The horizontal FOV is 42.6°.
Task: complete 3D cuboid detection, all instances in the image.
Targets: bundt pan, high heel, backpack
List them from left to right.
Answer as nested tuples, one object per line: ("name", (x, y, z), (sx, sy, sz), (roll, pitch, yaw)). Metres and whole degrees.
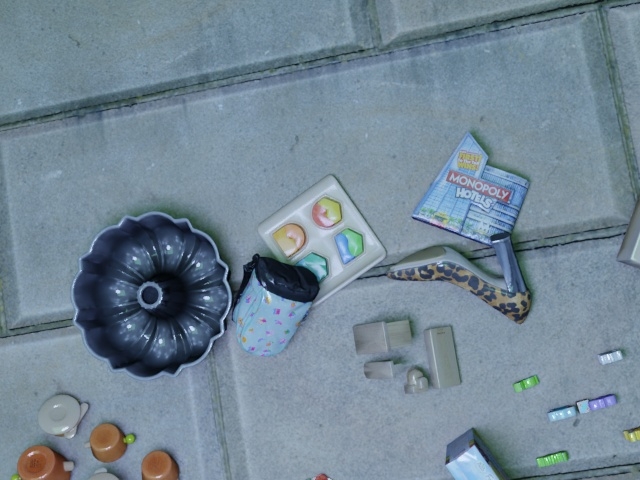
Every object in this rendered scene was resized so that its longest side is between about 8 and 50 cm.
("bundt pan", (-0.322, 0.111, 1.643), (0.330, 0.124, 0.331), (-1, 85, 8))
("backpack", (-0.100, 0.131, 1.583), (0.151, 0.115, 0.182), (21, 117, -23))
("high heel", (0.267, 0.100, 1.586), (0.261, 0.093, 0.186), (-13, 108, 23))

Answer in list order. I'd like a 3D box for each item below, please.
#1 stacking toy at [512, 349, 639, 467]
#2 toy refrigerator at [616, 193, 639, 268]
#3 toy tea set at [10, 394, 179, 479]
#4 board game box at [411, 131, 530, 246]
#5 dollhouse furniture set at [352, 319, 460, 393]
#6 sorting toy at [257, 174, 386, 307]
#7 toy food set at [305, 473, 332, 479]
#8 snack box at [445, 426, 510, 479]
("stacking toy", (0.489, 0.315, 1.537), (0.221, 0.052, 0.167), (-19, 82, 7))
("toy refrigerator", (0.654, -0.071, 1.528), (0.102, 0.094, 0.270), (20, 89, 3))
("toy tea set", (-0.450, 0.462, 1.656), (0.336, 0.124, 0.200), (22, 59, 13))
("board game box", (0.301, -0.102, 1.599), (0.194, 0.060, 0.194), (20, 89, 10))
("dollhouse furniture set", (0.166, 0.225, 1.607), (0.151, 0.123, 0.144), (-6, 83, -27))
("sorting toy", (0.000, 0.000, 1.646), (0.193, 0.038, 0.208), (-35, 81, 4))
("toy food set", (0.000, 0.503, 1.609), (0.083, 0.020, 0.083), (27, 89, 10))
("snack box", (0.301, 0.439, 1.475), (0.070, 0.207, 0.174), (-36, 82, 4))
